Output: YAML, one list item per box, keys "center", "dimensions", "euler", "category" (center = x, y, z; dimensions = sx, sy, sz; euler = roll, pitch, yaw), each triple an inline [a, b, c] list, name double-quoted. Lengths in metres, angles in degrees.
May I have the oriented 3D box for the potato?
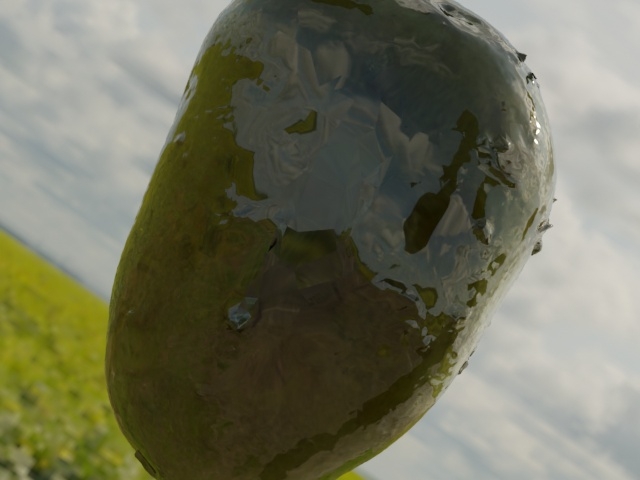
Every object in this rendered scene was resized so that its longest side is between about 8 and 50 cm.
- center: [0.000, 0.000, 1.032]
  dimensions: [0.210, 0.307, 0.173]
  euler: [28, -3, 7]
  category: "potato"
